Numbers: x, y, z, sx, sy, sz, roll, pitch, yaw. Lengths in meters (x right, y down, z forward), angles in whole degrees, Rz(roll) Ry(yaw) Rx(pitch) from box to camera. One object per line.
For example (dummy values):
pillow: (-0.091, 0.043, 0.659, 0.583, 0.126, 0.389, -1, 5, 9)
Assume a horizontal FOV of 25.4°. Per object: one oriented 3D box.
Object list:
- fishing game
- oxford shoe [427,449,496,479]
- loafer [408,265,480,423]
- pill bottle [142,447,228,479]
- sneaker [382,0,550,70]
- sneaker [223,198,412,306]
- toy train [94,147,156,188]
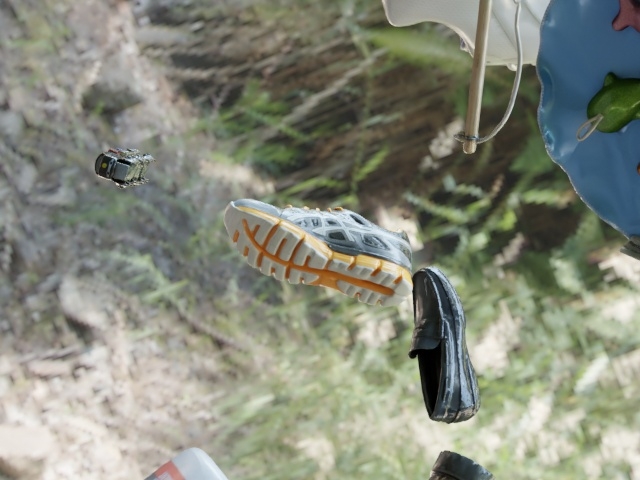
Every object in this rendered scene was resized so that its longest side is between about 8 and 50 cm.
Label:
fishing game: (0.188, -0.072, 0.724, 0.041, 0.264, 0.189, -31, 133, -51)
oxford shoe: (0.121, 0.281, 1.317, 0.096, 0.083, 0.227, -58, 151, -22)
loafer: (0.157, 0.140, 1.928, 0.078, 0.076, 0.223, 0, 67, -30)
pill bottle: (-0.103, 0.192, 0.645, 0.108, 0.193, 0.108, 51, -11, 14)
sneaker: (0.176, -0.182, 1.060, 0.297, 0.129, 0.111, 17, 48, -28)
sneaker: (0.000, 0.000, 1.518, 0.084, 0.215, 0.083, 122, -13, -52)
toy train: (-0.160, -0.060, 1.153, 0.158, 0.036, 0.027, -94, -158, -86)
